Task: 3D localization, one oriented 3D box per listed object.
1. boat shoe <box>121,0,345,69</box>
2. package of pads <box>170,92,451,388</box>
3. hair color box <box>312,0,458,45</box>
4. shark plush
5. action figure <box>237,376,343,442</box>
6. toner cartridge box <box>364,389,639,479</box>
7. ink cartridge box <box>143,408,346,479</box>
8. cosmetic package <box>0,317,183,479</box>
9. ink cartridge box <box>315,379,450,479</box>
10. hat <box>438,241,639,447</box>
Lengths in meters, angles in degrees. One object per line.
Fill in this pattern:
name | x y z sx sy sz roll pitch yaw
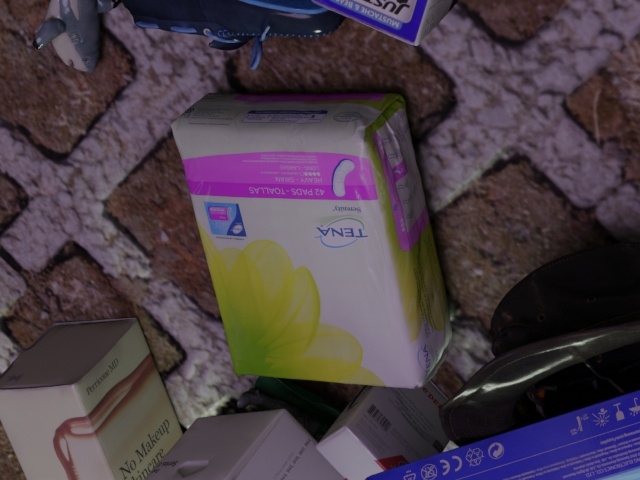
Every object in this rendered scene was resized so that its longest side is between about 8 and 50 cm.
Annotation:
boat shoe | -0.078 -0.223 1.535 0.258 0.109 0.089 21 135 37
package of pads | 0.000 0.000 1.613 0.229 0.101 0.296 3 120 29
hair color box | 0.107 -0.346 1.288 0.110 0.185 0.339 26 128 11
shark plush | -0.229 -0.247 1.638 0.067 0.073 0.161 23 108 -9
action figure | 0.020 0.223 1.760 0.232 0.063 0.137 21 138 21
toner cartridge box | 0.233 0.223 1.521 0.348 0.075 0.165 -21 150 19
ink cartridge box | -0.032 0.313 1.752 0.273 0.115 0.198 49 149 -17
cosmetic package | -0.240 0.252 1.867 0.129 0.153 0.296 -6 116 30
ink cartridge box | 0.072 0.195 1.670 0.099 0.135 0.056 47 132 -4
hat | 0.258 0.083 1.488 0.331 0.134 0.331 -8 152 -4
